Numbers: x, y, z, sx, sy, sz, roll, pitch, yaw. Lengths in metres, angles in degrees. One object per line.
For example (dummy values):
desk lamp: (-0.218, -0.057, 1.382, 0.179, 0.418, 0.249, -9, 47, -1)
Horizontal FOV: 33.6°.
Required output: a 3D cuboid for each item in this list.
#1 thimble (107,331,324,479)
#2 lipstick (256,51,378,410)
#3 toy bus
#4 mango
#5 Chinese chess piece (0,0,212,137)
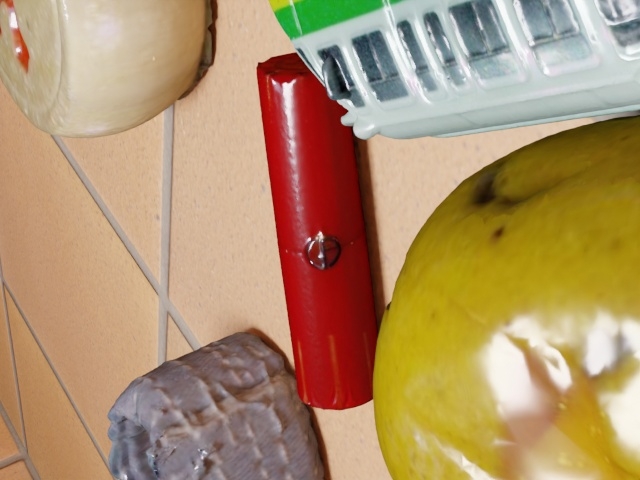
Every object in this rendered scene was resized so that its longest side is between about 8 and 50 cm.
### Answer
thimble: (-0.106, 0.220, 1.051, 0.205, 0.172, 0.236, 48, 145, 30)
lipstick: (0.001, 0.000, 0.801, 0.073, 0.073, 0.280, 28, 133, 52)
toy bus: (0.084, -0.132, 0.477, 0.276, 0.133, 0.165, -1, 108, 62)
mango: (0.166, 0.058, 0.441, 0.365, 0.182, 0.253, -31, 79, 52)
Chinese chess piece: (-0.227, -0.262, 0.958, 0.338, 0.140, 0.338, 41, 142, 42)
